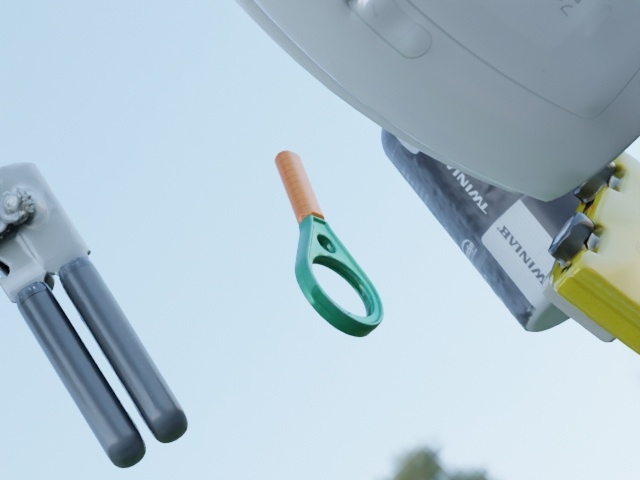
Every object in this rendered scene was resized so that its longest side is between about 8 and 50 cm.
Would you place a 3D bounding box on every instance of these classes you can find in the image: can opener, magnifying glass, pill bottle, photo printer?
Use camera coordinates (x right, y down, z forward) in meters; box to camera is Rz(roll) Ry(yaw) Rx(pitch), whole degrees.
[{"bbox_3d":[-0.191,0.054,1.490,0.074,0.280,0.093,-32,-28,-8],"label":"can opener"},{"bbox_3d":[0.000,0.000,1.824,0.092,0.231,0.026,21,-58,-38],"label":"magnifying glass"},{"bbox_3d":[0.133,-0.061,1.463,0.130,0.245,0.130,-34,-17,-12],"label":"pill bottle"},{"bbox_3d":[0.086,-0.188,0.736,0.307,0.256,0.107,-51,19,-8],"label":"photo printer"}]

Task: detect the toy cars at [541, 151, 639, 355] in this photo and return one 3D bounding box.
[{"bbox_3d":[0.231,0.097,1.240,0.176,0.393,0.087,11,-49,-36],"label":"toy cars"}]
